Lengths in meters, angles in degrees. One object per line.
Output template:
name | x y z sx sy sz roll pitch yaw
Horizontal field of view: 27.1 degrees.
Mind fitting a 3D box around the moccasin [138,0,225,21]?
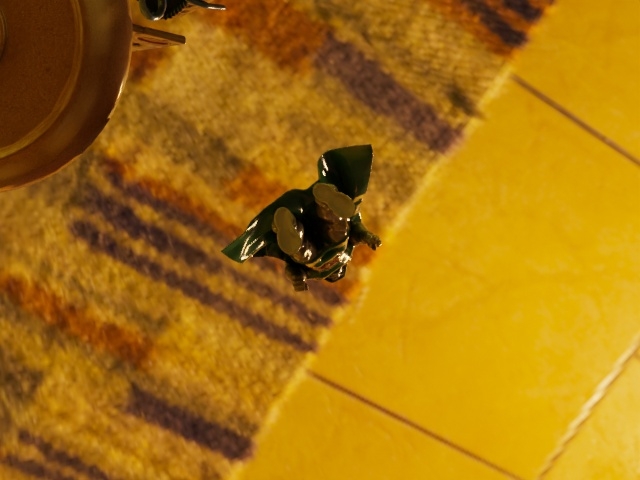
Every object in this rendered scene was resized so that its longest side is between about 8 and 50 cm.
moccasin | -0.114 -0.253 0.955 0.137 0.342 0.117 42 66 4

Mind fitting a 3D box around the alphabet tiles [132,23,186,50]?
alphabet tiles | -0.262 -0.185 1.101 0.237 0.198 0.009 10 87 -36

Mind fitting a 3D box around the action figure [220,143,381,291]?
action figure | 0.000 0.000 1.093 0.137 0.232 0.063 -32 78 -1

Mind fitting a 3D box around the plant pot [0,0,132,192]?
plant pot | -0.246 -0.143 0.898 0.236 0.032 0.236 1 104 3
